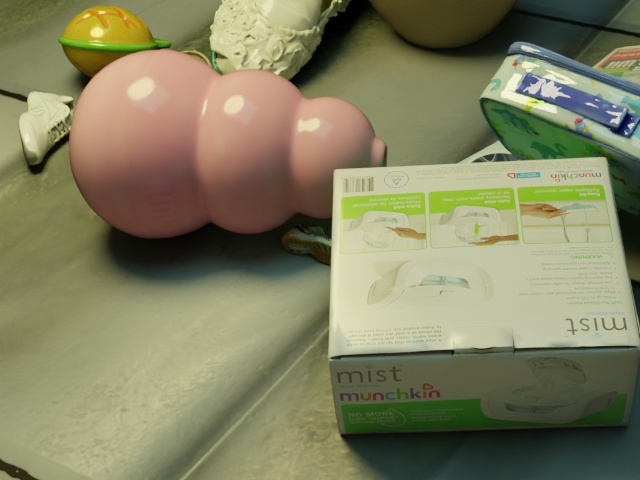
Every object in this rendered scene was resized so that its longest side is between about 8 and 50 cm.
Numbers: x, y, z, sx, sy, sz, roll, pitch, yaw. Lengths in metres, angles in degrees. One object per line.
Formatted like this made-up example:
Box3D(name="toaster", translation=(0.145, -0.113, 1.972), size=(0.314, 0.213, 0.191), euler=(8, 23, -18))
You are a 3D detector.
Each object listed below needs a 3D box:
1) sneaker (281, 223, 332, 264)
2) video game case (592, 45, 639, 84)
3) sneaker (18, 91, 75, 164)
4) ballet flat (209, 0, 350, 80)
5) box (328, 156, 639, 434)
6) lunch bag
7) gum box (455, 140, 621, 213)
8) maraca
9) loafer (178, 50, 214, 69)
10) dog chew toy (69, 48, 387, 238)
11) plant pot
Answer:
Box3D(name="sneaker", translation=(0.000, 0.000, 1.298), size=(0.083, 0.032, 0.037), euler=(18, 43, 28))
Box3D(name="video game case", translation=(0.391, -0.185, 1.411), size=(0.204, 0.025, 0.285), euler=(-1, 23, 36))
Box3D(name="sneaker", translation=(-0.344, -0.147, 1.530), size=(0.061, 0.053, 0.152), euler=(-3, 36, 0))
Box3D(name="ballet flat", translation=(-0.030, -0.353, 1.668), size=(0.147, 0.147, 0.409), euler=(8, 38, 19))
Box3D(name="box", translation=(0.142, 0.047, 1.104), size=(0.262, 0.126, 0.231), euler=(-3, 48, 4))
Box3D(name="lunch bag", translation=(0.276, -0.108, 1.211), size=(0.219, 0.176, 0.090), euler=(27, 83, 33))
Box3D(name="gum box", translation=(0.219, -0.047, 1.320), size=(0.184, 0.041, 0.157), euler=(-30, 43, -27))
Box3D(name="maraca", translation=(-0.280, -0.271, 1.656), size=(0.127, 0.099, 0.186), euler=(13, 14, 16))
Box3D(name="loafer", translation=(-0.196, -0.173, 1.509), size=(0.102, 0.092, 0.268), euler=(4, 38, 13))
Box3D(name="dog chew toy", translation=(-0.095, -0.096, 1.304), size=(0.332, 0.206, 0.206), euler=(6, 38, 9))
Box3D(name="plant pot", translation=(0.167, -0.375, 1.646), size=(0.284, 0.191, 0.284), euler=(-4, 37, 3))
